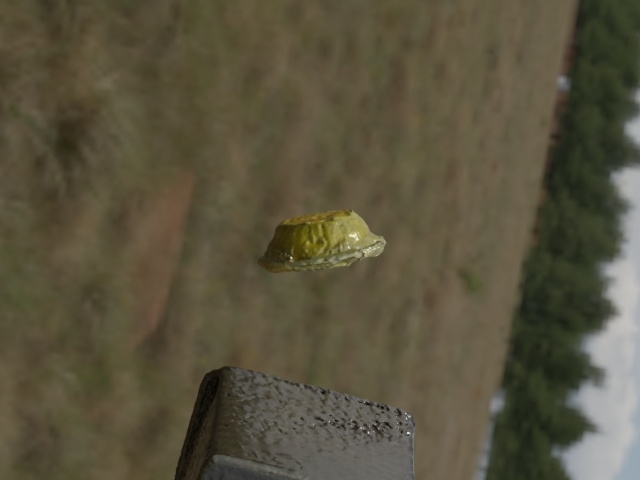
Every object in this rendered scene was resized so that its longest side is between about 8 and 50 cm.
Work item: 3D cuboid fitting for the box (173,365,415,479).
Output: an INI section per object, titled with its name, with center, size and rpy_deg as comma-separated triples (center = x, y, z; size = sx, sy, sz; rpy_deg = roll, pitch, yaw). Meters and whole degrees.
[box]
center = -0.042, 0.262, 1.494
size = 0.143, 0.184, 0.273
rpy_deg = -85, -168, -61

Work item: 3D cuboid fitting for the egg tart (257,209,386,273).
[egg tart]
center = 0.000, 0.000, 1.414
size = 0.105, 0.105, 0.039
rpy_deg = -50, 131, -78
